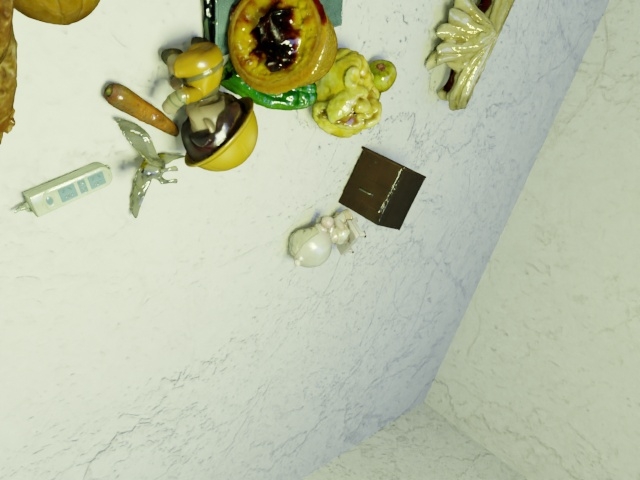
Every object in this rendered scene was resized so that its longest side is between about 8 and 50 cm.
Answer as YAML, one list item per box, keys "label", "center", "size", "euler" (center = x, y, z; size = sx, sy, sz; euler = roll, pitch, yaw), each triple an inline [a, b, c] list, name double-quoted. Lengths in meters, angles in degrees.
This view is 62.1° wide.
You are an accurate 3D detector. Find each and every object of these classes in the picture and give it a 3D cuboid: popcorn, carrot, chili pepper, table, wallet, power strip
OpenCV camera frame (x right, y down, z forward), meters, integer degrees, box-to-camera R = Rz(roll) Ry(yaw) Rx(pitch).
- label: "popcorn"
  center: [0.073, -0.356, 1.325]
  size: [0.200, 0.203, 0.226]
  euler: [-14, 133, -42]
- label: "carrot"
  center: [-0.336, -0.247, 1.028]
  size: [0.047, 0.047, 0.191]
  euler: [-60, 150, 3]
- label: "chili pepper"
  center: [-0.114, -0.349, 1.199]
  size: [0.253, 0.083, 0.099]
  euler: [0, 116, -47]
- label: "table"
  center: [0.190, -0.161, 1.666]
  size: [0.172, 0.169, 0.193]
  euler: [8, 111, -54]
- label: "wallet"
  center: [-0.087, -0.519, 1.124]
  size: [0.379, 0.046, 0.191]
  euler: [-31, 139, -36]
- label: "power strip"
  center: [-0.472, -0.094, 0.984]
  size: [0.191, 0.030, 0.047]
  euler: [-34, 139, -32]

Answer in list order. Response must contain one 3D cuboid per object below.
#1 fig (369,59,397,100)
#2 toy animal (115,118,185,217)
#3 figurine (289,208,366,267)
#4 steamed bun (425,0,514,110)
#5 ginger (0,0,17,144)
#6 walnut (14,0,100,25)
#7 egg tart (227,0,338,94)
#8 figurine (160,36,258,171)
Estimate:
- label: "fig"
  center: [0.154, -0.447, 1.498]
  size: [0.093, 0.093, 0.166]
  euler: [-48, -175, -15]
- label: "toy animal"
  center: [-0.326, -0.142, 1.079]
  size: [0.155, 0.095, 0.219]
  euler: [-18, 131, -39]
- label: "figurine"
  center: [0.003, 0.010, 1.605]
  size: [0.256, 0.182, 0.144]
  euler: [-23, 92, -32]
- label: "steamed bun"
  center: [0.456, -0.630, 1.653]
  size: [0.247, 0.189, 0.428]
  euler: [-49, 163, -73]
- label: "ginger"
  center: [-0.503, -0.286, 0.654]
  size: [0.418, 0.254, 0.176]
  euler: [114, -1, -46]
- label: "walnut"
  center: [-0.382, -0.401, 0.724]
  size: [0.167, 0.167, 0.207]
  euler: [-35, 149, -31]
- label: "egg tart"
  center: [-0.067, -0.393, 1.052]
  size: [0.171, 0.215, 0.215]
  euler: [-22, 136, -67]
- label: "figurine"
  center: [-0.214, -0.257, 1.054]
  size: [0.257, 0.167, 0.192]
  euler: [81, 20, -43]
